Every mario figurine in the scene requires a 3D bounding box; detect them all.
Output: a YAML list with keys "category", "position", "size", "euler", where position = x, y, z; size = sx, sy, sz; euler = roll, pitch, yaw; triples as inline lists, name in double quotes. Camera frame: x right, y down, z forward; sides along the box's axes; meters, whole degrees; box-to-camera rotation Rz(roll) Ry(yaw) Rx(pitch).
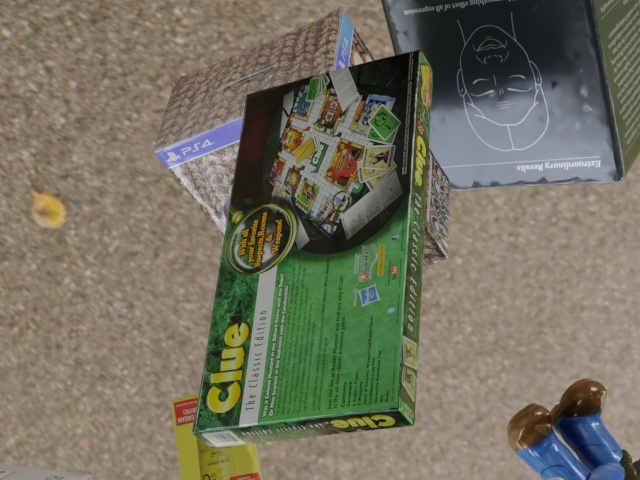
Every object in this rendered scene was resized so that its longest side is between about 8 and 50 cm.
- category: "mario figurine"
  position: [0.351, 0.284, 1.269]
  size: [0.198, 0.320, 0.170]
  euler: [-40, 151, 4]

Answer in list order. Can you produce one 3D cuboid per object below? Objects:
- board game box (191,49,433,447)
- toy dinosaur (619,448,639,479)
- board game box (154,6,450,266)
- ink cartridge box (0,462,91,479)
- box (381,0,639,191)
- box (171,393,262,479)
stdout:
- category: "board game box"
  position: [0.000, 0.000, 0.746]
  size: [0.030, 0.136, 0.259]
  euler: [52, 37, -49]
- category: "toy dinosaur"
  position: [0.242, 0.176, 0.761]
  size: [0.064, 0.118, 0.268]
  euler: [51, 48, -9]
- category: "board game box"
  position: [-0.011, -0.086, 1.400]
  size: [0.232, 0.141, 0.291]
  euler: [-20, 128, 23]
- category: "ink cartridge box"
  position: [-0.230, 0.242, 0.944]
  size: [0.261, 0.296, 0.066]
  euler: [8, 89, 3]
- category: "box"
  position: [0.274, -0.289, 1.637]
  size: [0.212, 0.293, 0.395]
  euler: [-44, 125, -50]
- category: "box"
  position: [-0.100, 0.271, 1.246]
  size: [0.087, 0.232, 0.058]
  euler: [-11, 143, -2]
